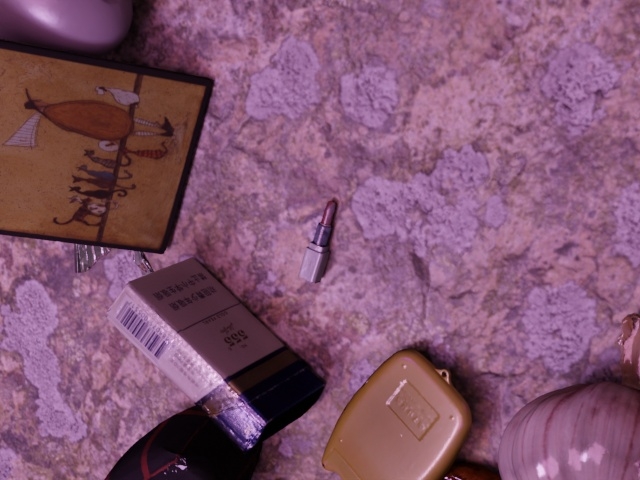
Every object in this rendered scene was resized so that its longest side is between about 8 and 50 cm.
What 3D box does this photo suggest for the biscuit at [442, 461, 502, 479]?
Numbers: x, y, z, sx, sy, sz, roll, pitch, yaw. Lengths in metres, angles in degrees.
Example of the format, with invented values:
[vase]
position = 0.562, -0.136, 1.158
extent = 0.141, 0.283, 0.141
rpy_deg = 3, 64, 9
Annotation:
[biscuit]
position = 0.185, 0.365, 1.598
extent = 0.192, 0.049, 0.192
rpy_deg = 8, 108, 26

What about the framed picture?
[framed picture]
position = -0.324, -0.115, 1.618
extent = 0.014, 0.338, 0.255
rpy_deg = 51, 127, 56

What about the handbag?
[handbag]
position = -0.191, 0.324, 1.721
extent = 0.215, 0.169, 0.155
rpy_deg = -38, 100, 29

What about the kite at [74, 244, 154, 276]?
[kite]
position = -0.270, -0.009, 1.769
extent = 0.229, 0.012, 0.250
rpy_deg = -35, 87, 32

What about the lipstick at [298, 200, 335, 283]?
[lipstick]
position = 0.000, 0.000, 1.617
extent = 0.025, 0.025, 0.107
rpy_deg = 22, 106, 22

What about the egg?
[egg]
position = -0.344, -0.322, 1.631
extent = 0.232, 0.176, 0.176
rpy_deg = 35, 117, 16

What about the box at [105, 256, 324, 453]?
[box]
position = -0.132, 0.143, 1.643
extent = 0.259, 0.168, 0.071
rpy_deg = 44, 117, 13

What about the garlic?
[garlic]
position = 0.329, 0.204, 1.421
extent = 0.245, 0.245, 0.253
rpy_deg = 5, 69, 27

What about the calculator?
[calculator]
position = 0.092, 0.245, 1.594
extent = 0.157, 0.033, 0.236
rpy_deg = 47, 118, 26
